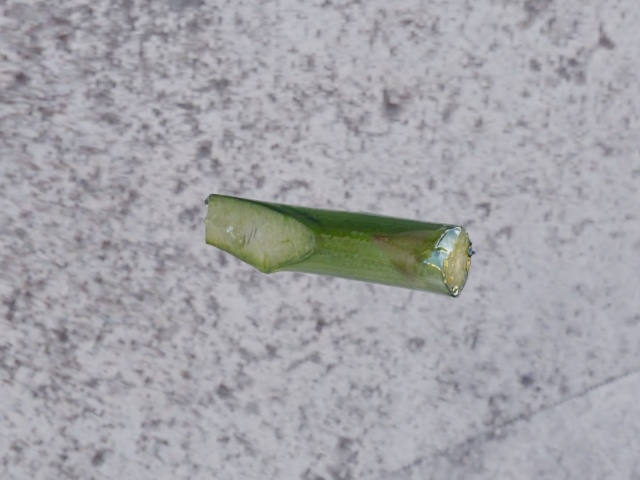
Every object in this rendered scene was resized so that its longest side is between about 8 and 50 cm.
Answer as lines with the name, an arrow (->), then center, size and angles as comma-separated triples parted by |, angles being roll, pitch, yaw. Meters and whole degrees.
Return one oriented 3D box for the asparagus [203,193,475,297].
asparagus -> 0.000, 0.000, 0.747 | 0.041, 0.178, 0.045 | 56, 50, -50
